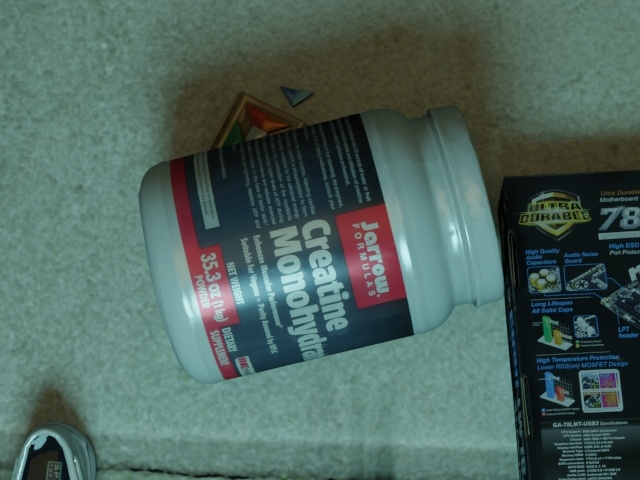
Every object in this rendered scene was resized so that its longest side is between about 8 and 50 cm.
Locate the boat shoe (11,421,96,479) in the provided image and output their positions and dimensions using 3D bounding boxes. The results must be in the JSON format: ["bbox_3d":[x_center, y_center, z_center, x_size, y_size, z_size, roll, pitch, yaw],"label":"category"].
[{"bbox_3d":[-0.236,0.283,1.336,0.095,0.084,0.258,-5,82,2],"label":"boat shoe"}]

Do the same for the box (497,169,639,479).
[{"bbox_3d":[0.304,0.081,1.311,0.295,0.073,0.293,-3,63,1],"label":"box"}]

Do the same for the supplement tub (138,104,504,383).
[{"bbox_3d":[0.000,0.000,1.313,0.272,0.191,0.191,-14,82,1],"label":"supplement tub"}]

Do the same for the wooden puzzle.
[{"bbox_3d":[-0.057,-0.090,1.417,0.078,0.014,0.116,20,83,5],"label":"wooden puzzle"}]
